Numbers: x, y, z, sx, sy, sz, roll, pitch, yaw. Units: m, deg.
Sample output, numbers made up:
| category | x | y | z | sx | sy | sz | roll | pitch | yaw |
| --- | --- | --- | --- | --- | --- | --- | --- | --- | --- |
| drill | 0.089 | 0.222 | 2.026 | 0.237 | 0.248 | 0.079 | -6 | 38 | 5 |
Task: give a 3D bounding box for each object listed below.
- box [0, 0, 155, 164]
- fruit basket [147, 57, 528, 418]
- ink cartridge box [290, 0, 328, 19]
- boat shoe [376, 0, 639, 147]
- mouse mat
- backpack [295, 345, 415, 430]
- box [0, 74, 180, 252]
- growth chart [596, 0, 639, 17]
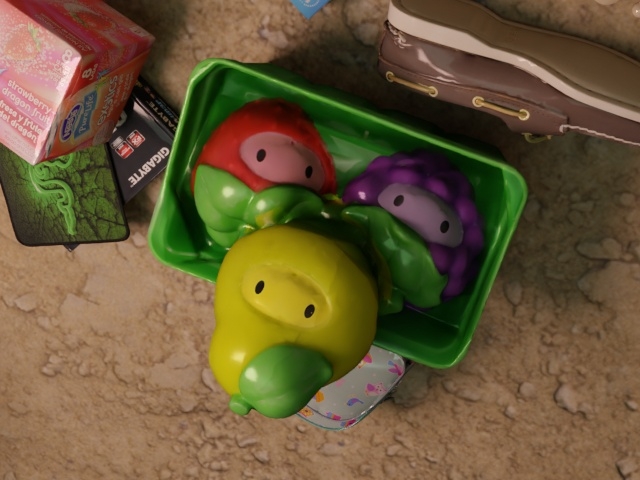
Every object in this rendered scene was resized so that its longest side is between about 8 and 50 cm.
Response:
| category | x | y | z | sx | sy | sz | roll | pitch | yaw |
| --- | --- | --- | --- | --- | --- | --- | --- | --- | --- |
| box | -0.354 | -0.229 | 1.508 | 0.300 | 0.154 | 0.142 | 35 | 116 | 13 |
| fruit basket | 0.000 | 0.000 | 1.434 | 0.392 | 0.392 | 0.283 | 21 | 115 | 5 |
| ink cartridge box | -0.033 | -0.334 | 1.455 | 0.180 | 0.060 | 0.104 | 46 | 120 | -9 |
| boat shoe | 0.213 | -0.161 | 1.445 | 0.324 | 0.116 | 0.096 | 22 | 125 | 9 |
| mouse mat | -0.311 | -0.079 | 1.636 | 0.153 | 0.007 | 0.189 | -4 | 114 | 18 |
| backpack | 0.019 | 0.131 | 1.632 | 0.166 | 0.144 | 0.188 | 33 | 122 | -7 |
| box | -0.280 | -0.115 | 1.643 | 0.220 | 0.051 | 0.175 | -38 | 101 | 28 |
| growth chart | 0.277 | -0.344 | 1.383 | 0.237 | 0.021 | 0.172 | 39 | 120 | -6 |
